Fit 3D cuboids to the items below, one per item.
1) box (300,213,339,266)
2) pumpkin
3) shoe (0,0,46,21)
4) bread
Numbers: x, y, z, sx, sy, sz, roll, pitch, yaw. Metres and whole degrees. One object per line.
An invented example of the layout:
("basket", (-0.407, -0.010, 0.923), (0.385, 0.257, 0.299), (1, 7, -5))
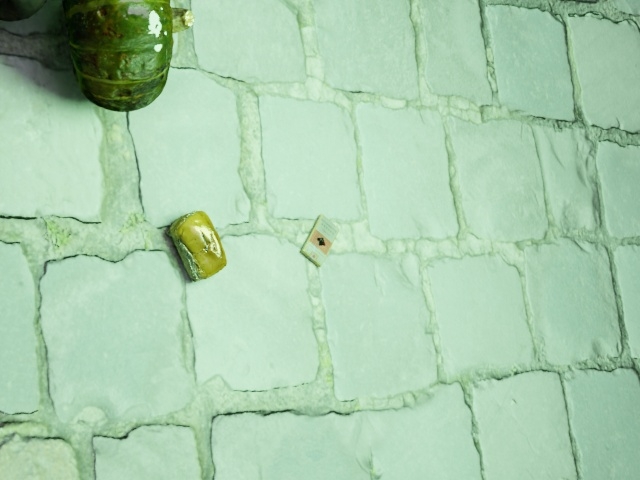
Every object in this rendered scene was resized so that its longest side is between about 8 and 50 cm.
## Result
("box", (0.000, 0.000, 2.039), (0.046, 0.012, 0.083), (41, 55, -23))
("pumpkin", (-0.283, -0.325, 1.759), (0.189, 0.260, 0.260), (-9, 83, -9))
("shoe", (-0.398, -0.443, 1.622), (0.171, 0.384, 0.237), (30, 61, -36))
("bread", (-0.190, 0.006, 1.870), (0.072, 0.053, 0.106), (-29, 101, -35))
